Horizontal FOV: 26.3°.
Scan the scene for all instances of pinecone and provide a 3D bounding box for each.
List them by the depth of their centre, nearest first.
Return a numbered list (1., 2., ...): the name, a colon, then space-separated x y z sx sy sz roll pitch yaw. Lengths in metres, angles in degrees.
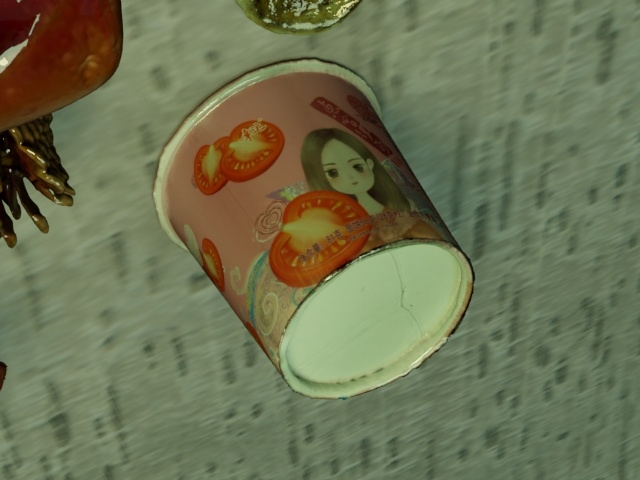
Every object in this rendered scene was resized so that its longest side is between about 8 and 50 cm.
1. pinecone: -0.294 -0.069 1.012 0.212 0.185 0.168 -9 111 -9

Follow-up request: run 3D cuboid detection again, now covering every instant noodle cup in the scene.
1. instant noodle cup: 0.000 0.000 1.242 0.243 0.231 0.243 -19 139 -17

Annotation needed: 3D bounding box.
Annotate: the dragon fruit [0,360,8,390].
1. dragon fruit: -0.404 0.136 1.088 0.290 0.290 0.189 -38 110 4

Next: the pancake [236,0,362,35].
1. pancake: -0.016 -0.225 1.169 0.129 0.022 0.116 18 118 -39

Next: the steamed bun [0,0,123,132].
1. steamed bun: -0.262 -0.218 0.768 0.235 0.379 0.248 -21 170 -16
